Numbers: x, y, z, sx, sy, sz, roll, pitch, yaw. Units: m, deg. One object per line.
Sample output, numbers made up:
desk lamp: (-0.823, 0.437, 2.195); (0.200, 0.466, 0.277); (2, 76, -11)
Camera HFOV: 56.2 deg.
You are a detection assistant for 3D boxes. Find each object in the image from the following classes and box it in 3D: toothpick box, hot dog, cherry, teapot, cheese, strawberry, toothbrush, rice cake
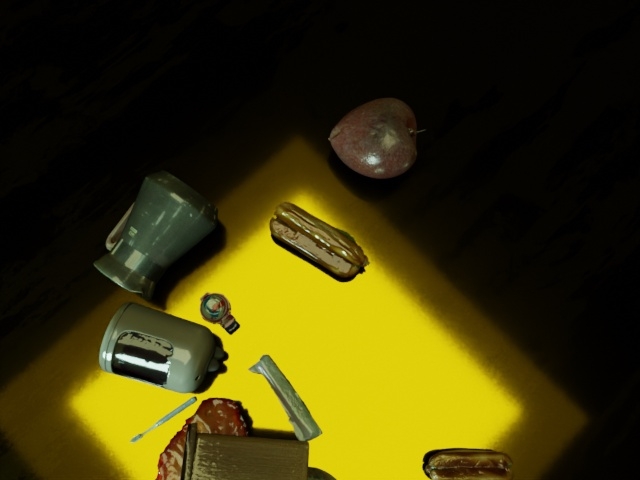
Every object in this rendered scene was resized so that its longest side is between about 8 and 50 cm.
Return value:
toothpick box: (-0.439, 0.311, 1.721); (0.317, 0.229, 0.228); (16, 75, 1)
hot dog: (0.428, 0.653, 1.719); (0.250, 0.068, 0.100); (2, 62, -4)
cherry: (0.180, -0.319, 1.898); (0.308, 0.221, 0.261); (-3, 66, 11)
teapot: (-0.505, -0.024, 1.797); (0.300, 0.253, 0.344); (28, 79, 40)
hot dog: (0.000, 0.000, 1.860); (0.338, 0.100, 0.135); (31, 121, 4)
cheese: (-0.310, 0.219, 1.825); (0.095, 0.038, 0.145); (-43, 79, -12)
strawberry: (-0.306, 0.615, 1.673); (0.265, 0.149, 0.335); (12, 64, -1)
toothbrush: (-0.459, 0.523, 1.749); (0.220, 0.019, 0.016); (-32, 73, -10)
toothpick box: (-0.195, 0.584, 1.527); (0.309, 0.190, 0.187); (7, 62, -9)
rice cake: (-0.103, 0.464, 1.761); (0.081, 0.051, 0.290); (-34, 77, -19)

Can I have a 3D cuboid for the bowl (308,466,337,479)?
bowl: (-0.044, 0.771, 1.636); (0.277, 0.145, 0.276); (0, 77, -1)
